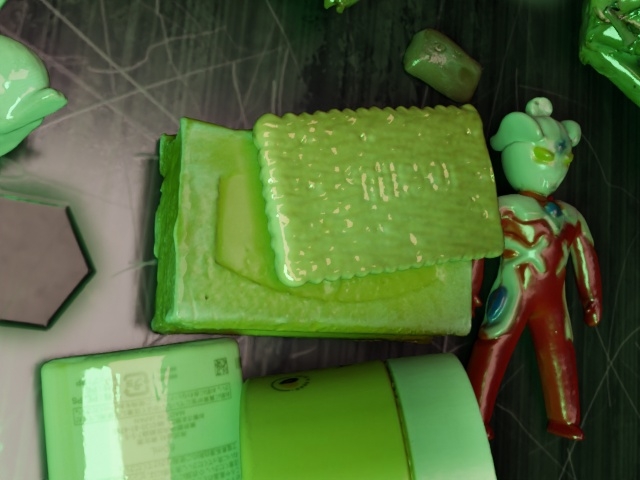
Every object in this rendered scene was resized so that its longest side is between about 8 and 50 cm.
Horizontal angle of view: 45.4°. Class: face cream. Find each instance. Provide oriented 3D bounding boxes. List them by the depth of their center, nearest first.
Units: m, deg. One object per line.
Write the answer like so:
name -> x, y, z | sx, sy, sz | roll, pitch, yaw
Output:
face cream -> 0.036, 0.211, 0.633 | 0.179, 0.218, 0.218 | -7, 84, -2
face cream -> -0.131, 0.263, 0.647 | 0.173, 0.081, 0.348 | -5, 84, -26

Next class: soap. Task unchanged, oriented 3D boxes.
soap -> 0.000, 0.000, 0.749 | 0.315, 0.091, 0.199 | 7, 80, -24

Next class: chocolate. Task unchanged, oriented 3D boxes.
chocolate -> 0.148, -0.202, 0.883 | 0.101, 0.031, 0.064 | 30, 75, -20

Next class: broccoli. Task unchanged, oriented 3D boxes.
broccoli -> 0.467, -0.254, 0.934 | 0.283, 0.304, 0.321 | 9, 74, 7

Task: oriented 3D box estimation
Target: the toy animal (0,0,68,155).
toy animal -> -0.319, -0.196, 0.595 | 0.140, 0.138, 0.282 | -23, 94, -39

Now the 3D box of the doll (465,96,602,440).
doll -> 0.238, 0.029, 0.860 | 0.188, 0.099, 0.384 | 5, 83, -25

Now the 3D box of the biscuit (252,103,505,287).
biscuit -> 0.061, -0.047, 0.719 | 0.250, 0.030, 0.160 | -8, 85, -26

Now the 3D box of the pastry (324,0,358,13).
pastry -> -0.004, -0.382, 0.795 | 0.235, 0.132, 0.240 | 45, 73, -22
